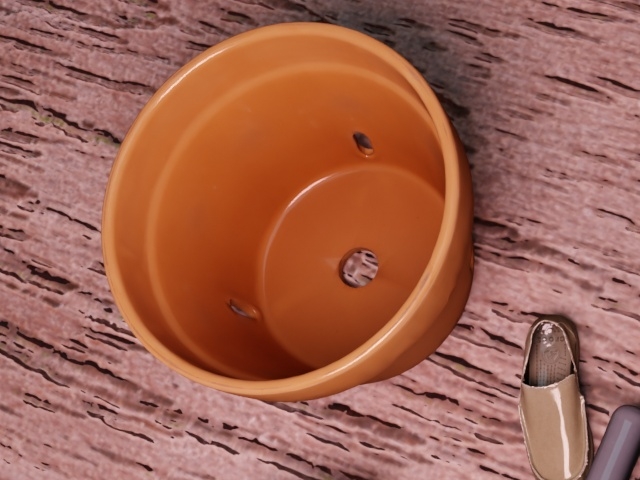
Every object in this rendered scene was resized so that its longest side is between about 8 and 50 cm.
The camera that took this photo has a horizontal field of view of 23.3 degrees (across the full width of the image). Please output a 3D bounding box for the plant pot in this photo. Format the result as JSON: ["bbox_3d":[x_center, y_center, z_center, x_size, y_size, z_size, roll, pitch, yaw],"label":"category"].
[{"bbox_3d":[0.000,0.000,1.241,0.291,0.203,0.291,-7,70,21],"label":"plant pot"}]

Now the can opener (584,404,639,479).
[{"bbox_3d":[0.199,0.256,1.144,0.074,0.093,0.280,22,78,16],"label":"can opener"}]

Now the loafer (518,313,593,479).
[{"bbox_3d":[0.179,0.126,1.212,0.056,0.050,0.148,-12,69,19],"label":"loafer"}]
